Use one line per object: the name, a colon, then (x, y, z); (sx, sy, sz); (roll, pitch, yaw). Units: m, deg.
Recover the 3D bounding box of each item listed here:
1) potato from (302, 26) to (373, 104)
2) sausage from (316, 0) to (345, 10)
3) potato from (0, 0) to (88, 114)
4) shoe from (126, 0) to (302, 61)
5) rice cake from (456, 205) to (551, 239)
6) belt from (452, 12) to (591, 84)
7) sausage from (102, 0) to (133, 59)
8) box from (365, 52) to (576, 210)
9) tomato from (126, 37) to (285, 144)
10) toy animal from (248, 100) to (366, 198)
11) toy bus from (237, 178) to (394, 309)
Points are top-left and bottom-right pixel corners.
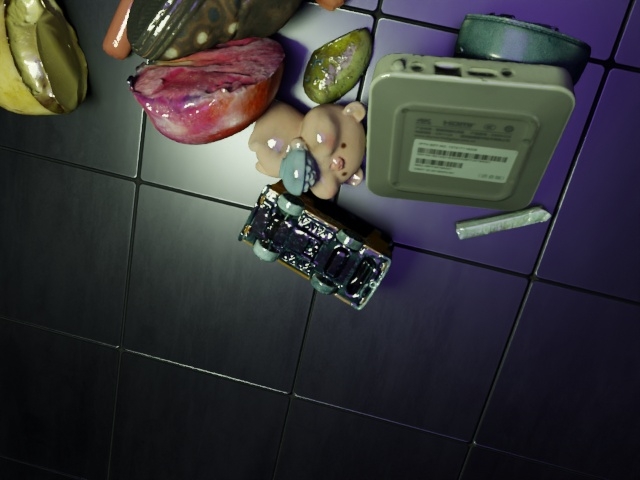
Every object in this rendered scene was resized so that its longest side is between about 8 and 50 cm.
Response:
potato: (0.037, -0.386, 1.256); (0.198, 0.054, 0.119); (-34, 97, 17)
sausage: (-0.007, -0.577, 1.189); (0.077, 0.077, 0.194); (-26, 103, 16)
potato: (-0.680, -0.412, 1.286); (0.243, 0.242, 0.285); (-12, 112, 13)
shoe: (-0.188, -0.478, 1.118); (0.384, 0.237, 0.171); (-45, 52, 13)
rice cake: (0.419, -0.044, 1.310); (0.211, 0.043, 0.034); (-13, 110, 13)
belt: (0.400, -0.374, 1.120); (0.268, 0.206, 0.116); (12, 108, -10)
sausage: (-0.442, -0.489, 1.293); (0.062, 0.062, 0.154); (33, 110, -3)
box: (0.279, -0.201, 1.152); (0.368, 0.090, 0.373); (6, 149, 7)
tomato: (-0.216, -0.303, 1.194); (0.290, 0.334, 0.176); (3, 132, 10)
toy animal: (-0.029, -0.208, 1.262); (0.221, 0.230, 0.209); (38, 150, 37)
toy bus: (0.000, 0.000, 1.313); (0.324, 0.194, 0.161); (30, 109, 2)
